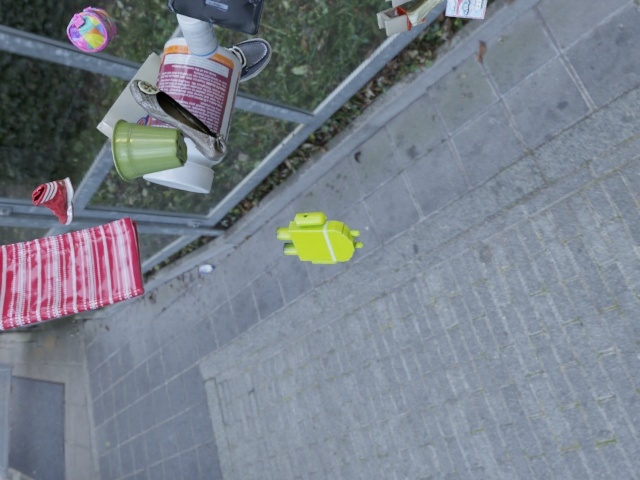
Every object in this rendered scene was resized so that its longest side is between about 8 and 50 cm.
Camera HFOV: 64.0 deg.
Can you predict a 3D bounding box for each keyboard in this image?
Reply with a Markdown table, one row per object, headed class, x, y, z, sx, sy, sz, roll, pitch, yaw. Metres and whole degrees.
| class | x | y | z | sx | sy | sz | roll | pitch | yaw |
| --- | --- | --- | --- | --- | --- | --- | --- | --- | --- |
| keyboard | -0.203 | -0.487 | 1.018 | 0.023 | 0.180 | 0.108 | -122 | 45 | -63 |

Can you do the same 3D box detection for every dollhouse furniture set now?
| class | x | y | z | sx | sy | sz | roll | pitch | yaw |
| --- | --- | --- | --- | --- | --- | --- | --- | --- | --- |
| dollhouse furniture set | 0.230 | -0.772 | 1.542 | 0.262 | 0.135 | 0.259 | -114 | 3 | -46 |

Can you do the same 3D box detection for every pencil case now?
| class | x | y | z | sx | sy | sz | roll | pitch | yaw |
| --- | --- | --- | --- | --- | --- | --- | --- | --- | --- |
| pencil case | -0.606 | -0.564 | 1.362 | 0.104 | 0.105 | 0.236 | -68 | 26 | 19 |

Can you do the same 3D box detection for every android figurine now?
| class | x | y | z | sx | sy | sz | roll | pitch | yaw |
| --- | --- | --- | --- | --- | --- | --- | --- | --- | --- |
| android figurine | 0.000 | 0.000 | 1.670 | 0.273 | 0.248 | 0.056 | -2 | 51 | 17 |

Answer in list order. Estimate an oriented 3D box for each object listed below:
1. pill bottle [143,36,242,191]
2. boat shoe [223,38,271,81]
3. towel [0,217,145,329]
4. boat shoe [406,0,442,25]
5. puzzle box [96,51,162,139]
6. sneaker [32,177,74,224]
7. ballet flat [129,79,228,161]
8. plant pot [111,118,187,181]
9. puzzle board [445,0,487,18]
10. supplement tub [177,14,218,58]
| class | x | y | z | sx | sy | sz | roll | pitch | yaw |
| --- | --- | --- | --- | --- | --- | --- | --- | --- | --- |
| pill bottle | -0.370 | -0.346 | 1.462 | 0.224 | 0.224 | 0.391 | 8 | 85 | 48 |
| boat shoe | -0.303 | -0.608 | 1.750 | 0.127 | 0.341 | 0.158 | 56 | 166 | -8 |
| towel | -0.474 | 0.056 | 0.943 | 0.031 | 0.275 | 0.198 | 90 | 162 | -49 |
| boat shoe | 0.319 | -0.690 | 1.491 | 0.153 | 0.048 | 0.056 | -42 | 40 | -6 |
| puzzle box | -0.587 | -0.458 | 1.844 | 0.052 | 0.272 | 0.408 | -21 | 39 | 40 |
| sneaker | -0.940 | -0.131 | 1.789 | 0.087 | 0.128 | 0.221 | 55 | 138 | 28 |
| ballet flat | -0.307 | -0.274 | 1.138 | 0.058 | 0.250 | 0.084 | -36 | 22 | 37 |
| plant pot | -0.224 | -0.122 | 0.689 | 0.083 | 0.079 | 0.083 | -2 | -90 | -88 |
| puzzle board | 0.338 | -0.578 | 1.167 | 0.097 | 0.011 | 0.128 | 23 | 124 | 34 |
| supplement tub | -0.277 | -0.474 | 1.161 | 0.107 | 0.071 | 0.070 | 84 | 168 | -65 |
